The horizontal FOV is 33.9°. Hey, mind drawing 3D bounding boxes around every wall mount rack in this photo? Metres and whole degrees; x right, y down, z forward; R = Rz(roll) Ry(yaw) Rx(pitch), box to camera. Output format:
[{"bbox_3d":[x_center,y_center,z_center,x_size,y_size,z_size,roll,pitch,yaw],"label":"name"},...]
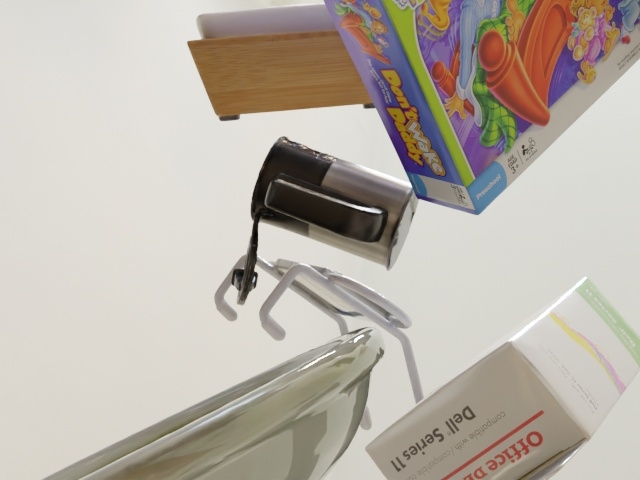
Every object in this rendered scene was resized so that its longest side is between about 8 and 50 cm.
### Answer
[{"bbox_3d":[0.024,0.138,1.364,0.130,0.304,0.350,-56,-161,-10],"label":"wall mount rack"}]

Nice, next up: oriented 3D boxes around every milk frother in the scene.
[{"bbox_3d":[0.000,0.000,0.938,0.135,0.143,0.129,20,-152,12],"label":"milk frother"}]

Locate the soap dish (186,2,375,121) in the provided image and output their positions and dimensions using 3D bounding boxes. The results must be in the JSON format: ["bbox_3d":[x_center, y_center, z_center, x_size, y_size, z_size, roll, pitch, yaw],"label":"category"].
[{"bbox_3d":[-0.036,-0.208,1.228,0.229,0.118,0.291,-5,-172,-5],"label":"soap dish"}]

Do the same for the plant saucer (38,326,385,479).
[{"bbox_3d":[-0.126,0.180,0.644,0.401,0.100,0.400,-25,176,-2],"label":"plant saucer"}]

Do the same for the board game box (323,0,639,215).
[{"bbox_3d":[0.176,-0.221,0.873,0.347,0.233,0.078,-43,-146,-20],"label":"board game box"}]

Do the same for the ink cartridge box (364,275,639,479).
[{"bbox_3d":[0.187,0.171,1.069,0.207,0.119,0.353,-43,170,28],"label":"ink cartridge box"}]
